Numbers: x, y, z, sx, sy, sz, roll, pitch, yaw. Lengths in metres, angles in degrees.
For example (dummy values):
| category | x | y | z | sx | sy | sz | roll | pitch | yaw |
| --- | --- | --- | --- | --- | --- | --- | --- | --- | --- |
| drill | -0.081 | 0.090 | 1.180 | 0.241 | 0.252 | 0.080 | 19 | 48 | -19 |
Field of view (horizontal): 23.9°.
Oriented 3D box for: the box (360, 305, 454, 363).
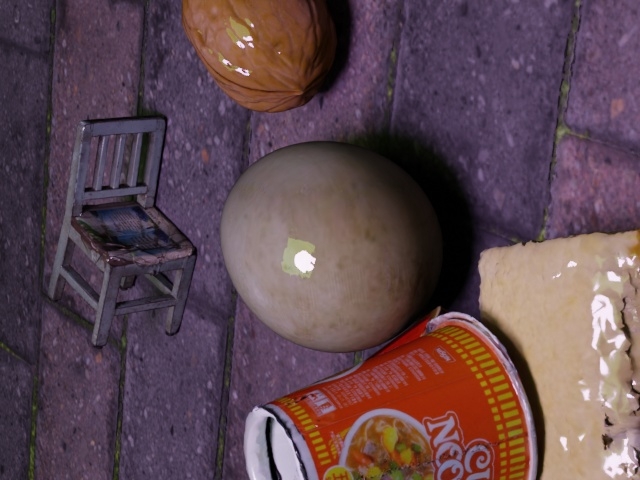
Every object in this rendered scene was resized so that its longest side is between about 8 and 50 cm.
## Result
| category | x | y | z | sx | sy | sz | roll | pitch | yaw |
| --- | --- | --- | --- | --- | --- | --- | --- | --- | --- |
| box | 0.104 | 0.180 | 1.562 | 0.240 | 0.153 | 0.074 | -41 | 20 | 46 |

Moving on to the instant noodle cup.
| category | x | y | z | sx | sy | sz | roll | pitch | yaw |
| --- | --- | --- | --- | --- | --- | --- | --- | --- | --- |
| instant noodle cup | 0.052 | 0.178 | 1.334 | 0.193 | 0.212 | 0.193 | 41 | 137 | 52 |

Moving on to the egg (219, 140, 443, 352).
| category | x | y | z | sx | sy | sz | roll | pitch | yaw |
| --- | --- | --- | --- | --- | --- | --- | --- | --- | --- |
| egg | 0.000 | 0.000 | 1.603 | 0.295 | 0.218 | 0.218 | 27 | 117 | 52 |

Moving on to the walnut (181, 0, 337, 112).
| category | x | y | z | sx | sy | sz | roll | pitch | yaw |
| --- | --- | --- | --- | --- | --- | --- | --- | --- | --- |
| walnut | -0.067 | -0.241 | 1.698 | 0.207 | 0.167 | 0.167 | 58 | 136 | 24 |

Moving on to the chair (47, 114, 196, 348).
| category | x | y | z | sx | sy | sz | roll | pitch | yaw |
| --- | --- | --- | --- | --- | --- | --- | --- | --- | --- |
| chair | -0.250 | -0.011 | 1.984 | 0.147 | 0.136 | 0.270 | 40 | 124 | 39 |

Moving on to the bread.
| category | x | y | z | sx | sy | sz | roll | pitch | yaw |
| --- | --- | --- | --- | --- | --- | --- | --- | --- | --- |
| bread | 0.272 | 0.175 | 1.335 | 0.236 | 0.165 | 0.375 | -6 | 92 | 56 |
